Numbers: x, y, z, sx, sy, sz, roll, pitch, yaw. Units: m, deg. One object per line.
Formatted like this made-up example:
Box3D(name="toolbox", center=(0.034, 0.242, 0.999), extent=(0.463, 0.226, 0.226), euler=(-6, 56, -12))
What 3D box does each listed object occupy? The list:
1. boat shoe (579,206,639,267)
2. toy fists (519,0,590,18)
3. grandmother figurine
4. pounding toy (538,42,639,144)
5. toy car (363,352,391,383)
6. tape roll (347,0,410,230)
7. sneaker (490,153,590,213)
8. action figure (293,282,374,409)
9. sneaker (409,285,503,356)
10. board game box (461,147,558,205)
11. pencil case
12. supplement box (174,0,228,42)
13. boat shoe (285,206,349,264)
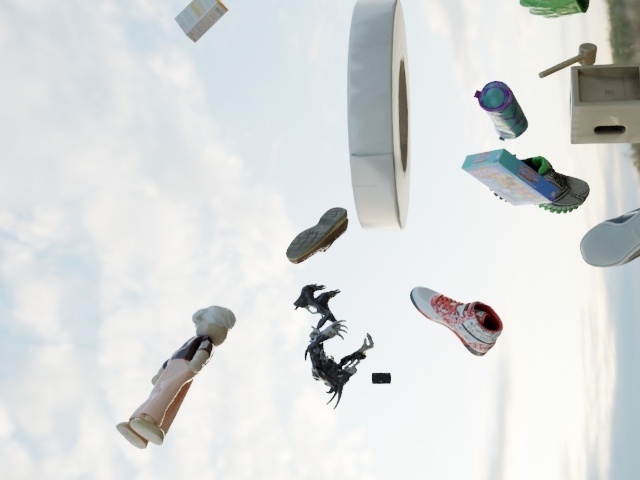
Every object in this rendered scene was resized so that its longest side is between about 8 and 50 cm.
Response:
Box3D(name="boat shoe", center=(0.716, -0.018, 1.823), extent=(0.335, 0.095, 0.112), euler=(134, 126, -62))
Box3D(name="toy fists", center=(0.486, -0.598, 1.800), extent=(0.279, 0.142, 0.096), euler=(40, -117, -44))
Box3D(name="grandmother figurine", center=(-0.283, 0.267, 1.681), extent=(0.104, 0.208, 0.342), euler=(53, -132, -23))
Box3D(name="pounding toy", center=(0.481, -0.260, 1.450), extent=(0.206, 0.181, 0.094), euler=(-74, -21, -44))
Box3D(name="toy car", center=(0.161, 0.355, 2.324), extent=(0.040, 0.060, 0.122), euler=(71, -179, -83))
Box3D(name="tape roll", center=(0.105, -0.208, 1.372), extent=(0.392, 0.072, 0.392), euler=(0, -90, -80))
Box3D(name="sneaker", center=(0.697, -0.179, 2.525), extent=(0.146, 0.343, 0.134), euler=(118, 149, -42))
Box3D(name="action figure", center=(0.031, 0.228, 1.826), extent=(0.164, 0.141, 0.275), euler=(36, -147, -56))
Box3D(name="sneaker", center=(0.373, 0.187, 2.212), extent=(0.090, 0.270, 0.145), euler=(-39, -17, -34))
Box3D(name="board game box", center=(0.506, -0.167, 2.188), extent=(0.210, 0.160, 0.047), euler=(31, -105, -23))
Box3D(name="pencil case", center=(0.338, -0.239, 1.516), extent=(0.152, 0.070, 0.064), euler=(32, -101, -61))
Box3D(name="supplement box", center=(-0.243, -0.460, 1.661), extent=(0.036, 0.098, 0.062), euler=(34, -161, -55))
Box3D(name="boat shoe", center=(0.000, 0.000, 1.743), extent=(0.178, 0.064, 0.060), euler=(-41, -49, -29))
